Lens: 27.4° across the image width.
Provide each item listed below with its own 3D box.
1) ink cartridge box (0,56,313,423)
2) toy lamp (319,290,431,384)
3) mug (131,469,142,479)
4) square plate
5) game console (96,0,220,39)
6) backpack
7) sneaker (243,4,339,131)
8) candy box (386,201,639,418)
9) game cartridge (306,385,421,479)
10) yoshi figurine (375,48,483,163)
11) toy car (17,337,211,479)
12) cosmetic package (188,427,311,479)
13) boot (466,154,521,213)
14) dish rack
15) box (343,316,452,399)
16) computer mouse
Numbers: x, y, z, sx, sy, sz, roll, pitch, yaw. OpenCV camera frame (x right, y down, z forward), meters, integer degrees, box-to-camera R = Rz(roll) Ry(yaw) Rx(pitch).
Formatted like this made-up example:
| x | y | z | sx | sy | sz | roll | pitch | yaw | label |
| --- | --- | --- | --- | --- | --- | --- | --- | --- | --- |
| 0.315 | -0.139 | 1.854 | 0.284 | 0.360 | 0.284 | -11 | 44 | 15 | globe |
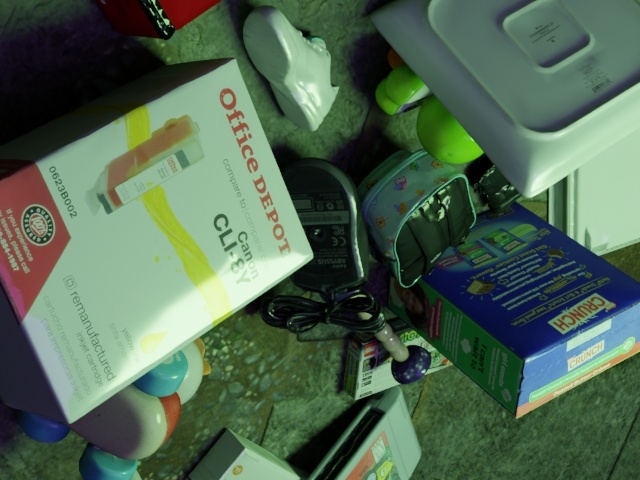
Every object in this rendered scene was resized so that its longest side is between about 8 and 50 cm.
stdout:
| x | y | z | sx | sy | sz | roll | pitch | yaw | label |
| --- | --- | --- | --- | --- | --- | --- | --- | --- | --- |
| -0.228 | -0.013 | 1.518 | 0.384 | 0.160 | 0.279 | -34 | 112 | -34 | ink cartridge box |
| 0.073 | 0.111 | 1.992 | 0.080 | 0.080 | 0.275 | -45 | 122 | -6 | toy lamp |
| -0.282 | 0.368 | 1.903 | 0.062 | 0.064 | 0.078 | -10 | 124 | -36 | mug |
| 0.302 | -0.269 | 1.775 | 0.347 | 0.344 | 0.049 | -31 | 160 | -20 | square plate |
| -0.200 | -0.309 | 1.501 | 0.085 | 0.124 | 0.144 | -58 | 141 | -26 | game console |
| 0.133 | -0.047 | 1.903 | 0.166 | 0.144 | 0.188 | -39 | 160 | -10 | backpack |
| -0.031 | -0.242 | 1.710 | 0.094 | 0.080 | 0.212 | -50 | 145 | -18 | sneaker |
| 0.301 | 0.094 | 2.020 | 0.268 | 0.317 | 0.122 | -22 | 129 | -27 | candy box |
| 0.063 | 0.399 | 2.161 | 0.294 | 0.060 | 0.196 | -49 | 144 | -28 | game cartridge |
| 0.253 | -0.216 | 1.871 | 0.362 | 0.203 | 0.204 | -22 | 136 | -24 | yoshi figurine |
| -0.246 | 0.168 | 1.752 | 0.238 | 0.210 | 0.219 | -36 | 157 | -58 | toy car |
| -0.094 | 0.385 | 2.073 | 0.099 | 0.060 | 0.239 | -52 | 137 | -1 | cosmetic package |
| 0.292 | -0.108 | 2.079 | 0.121 | 0.045 | 0.099 | -43 | 134 | -7 | boot |
| 0.520 | -0.116 | 2.201 | 0.285 | 0.072 | 0.333 | -18 | 127 | -13 | dish rack |
| 0.135 | 0.178 | 2.142 | 0.207 | 0.036 | 0.114 | -15 | 126 | -32 | box |
| 0.000 | 0.000 | 1.859 | 0.072 | 0.188 | 0.272 | -61 | 150 | -60 | computer mouse |
